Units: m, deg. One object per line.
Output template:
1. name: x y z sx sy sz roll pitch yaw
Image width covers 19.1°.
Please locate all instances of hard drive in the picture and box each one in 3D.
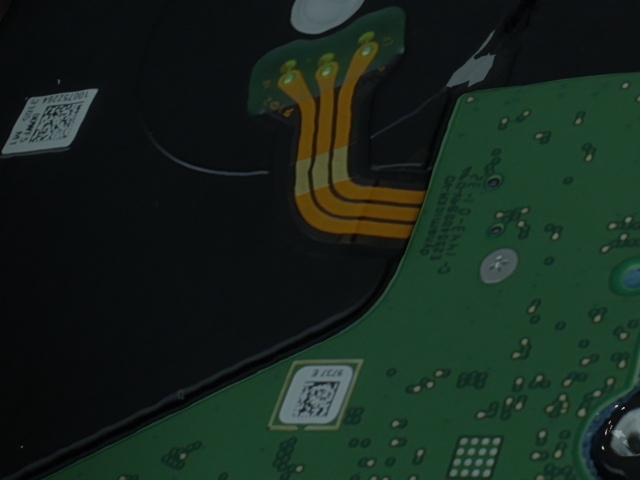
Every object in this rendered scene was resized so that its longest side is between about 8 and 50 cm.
1. hard drive: 0.000 0.000 0.449 0.237 0.064 0.339 -5 48 33
